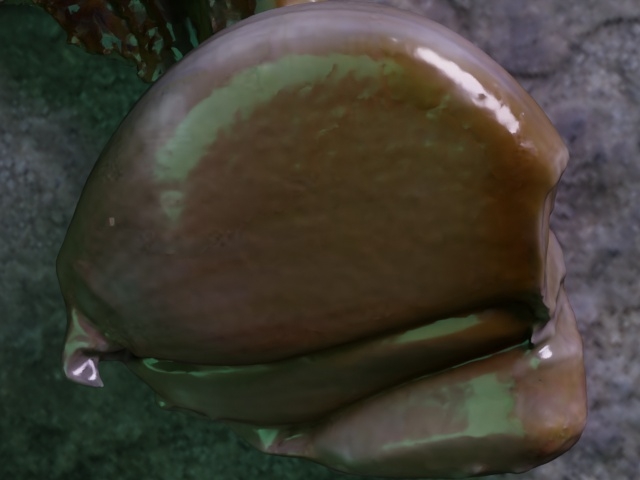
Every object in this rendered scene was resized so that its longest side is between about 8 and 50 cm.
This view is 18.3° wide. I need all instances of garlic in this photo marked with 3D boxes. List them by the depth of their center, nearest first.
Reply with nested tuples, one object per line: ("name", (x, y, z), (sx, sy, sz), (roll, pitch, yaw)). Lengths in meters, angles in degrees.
("garlic", (0.000, 0.000, 0.876), (0.228, 0.110, 0.217), (-3, 112, 3))

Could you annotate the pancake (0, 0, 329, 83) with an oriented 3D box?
("pancake", (-0.126, -0.155, 0.941), (0.244, 0.057, 0.266), (-15, 86, 17))
